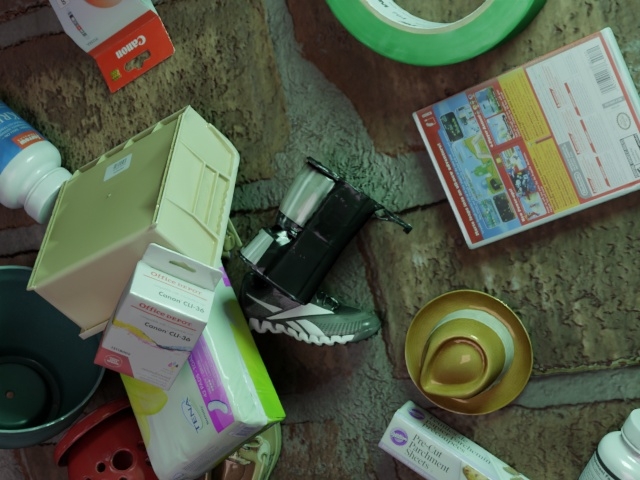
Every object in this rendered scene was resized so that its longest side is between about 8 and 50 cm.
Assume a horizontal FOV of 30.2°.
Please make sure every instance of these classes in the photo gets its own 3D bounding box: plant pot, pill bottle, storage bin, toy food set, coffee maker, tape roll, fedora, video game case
[{"bbox_3d":[-0.314,0.357,1.889,0.174,0.191,0.191,52,120,15],"label":"plant pot"},{"bbox_3d":[-0.490,-0.129,1.872,0.221,0.124,0.124,39,118,11],"label":"pill bottle"},{"bbox_3d":[-0.267,-0.032,1.716,0.262,0.260,0.123,-25,128,30],"label":"storage bin"},{"bbox_3d":[-0.168,0.001,1.807,0.122,0.019,0.078,-25,92,38],"label":"toy food set"},{"bbox_3d":[0.398,0.320,1.557,0.108,0.108,0.193,32,116,16],"label":"pill bottle"},{"bbox_3d":[0.000,0.000,1.631,0.171,0.120,0.178,36,94,24],"label":"coffee maker"},{"bbox_3d":[0.145,-0.386,1.505,0.321,0.077,0.321,7,107,25],"label":"tape roll"},{"bbox_3d":[-0.499,0.215,1.907,0.293,0.293,0.196,40,145,12],"label":"plant pot"},{"bbox_3d":[0.194,0.165,1.634,0.194,0.079,0.194,8,108,25],"label":"fedora"},{"bbox_3d":[0.281,-0.126,1.538,0.285,0.025,0.204,-21,94,30],"label":"video game case"}]

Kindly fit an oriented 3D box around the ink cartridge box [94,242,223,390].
[{"bbox_3d":[-0.220,0.105,1.609,0.115,0.067,0.198,22,129,-12],"label":"ink cartridge box"}]

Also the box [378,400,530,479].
[{"bbox_3d":[0.236,0.347,1.673,0.324,0.063,0.067,33,115,15],"label":"box"}]

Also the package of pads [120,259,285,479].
[{"bbox_3d":[-0.199,0.187,1.765,0.229,0.101,0.296,-41,63,37],"label":"package of pads"}]

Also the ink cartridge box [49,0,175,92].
[{"bbox_3d":[-0.317,-0.328,1.774,0.145,0.045,0.179,-26,89,31],"label":"ink cartridge box"}]

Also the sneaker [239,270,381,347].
[{"bbox_3d":[-0.024,0.090,1.723,0.234,0.078,0.106,7,110,27],"label":"sneaker"}]

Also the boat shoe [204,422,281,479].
[{"bbox_3d":[-0.129,0.355,1.844,0.104,0.089,0.285,12,109,24],"label":"boat shoe"}]
